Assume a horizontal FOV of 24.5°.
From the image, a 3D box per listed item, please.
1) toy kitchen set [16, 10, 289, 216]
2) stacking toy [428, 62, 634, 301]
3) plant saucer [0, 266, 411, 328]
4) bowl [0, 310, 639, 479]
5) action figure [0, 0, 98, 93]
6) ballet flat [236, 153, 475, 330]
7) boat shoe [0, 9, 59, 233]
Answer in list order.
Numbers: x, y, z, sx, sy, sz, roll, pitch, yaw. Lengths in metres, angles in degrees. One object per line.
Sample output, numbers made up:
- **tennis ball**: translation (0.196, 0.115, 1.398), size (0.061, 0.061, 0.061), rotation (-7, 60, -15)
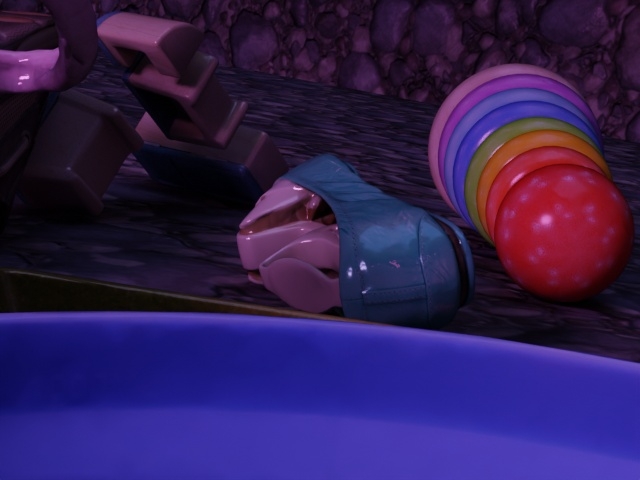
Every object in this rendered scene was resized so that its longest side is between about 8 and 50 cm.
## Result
- **toy kitchen set**: translation (-0.145, -0.059, 1.105), size (0.122, 0.166, 0.207), rotation (15, -25, 32)
- **stacking toy**: translation (0.156, -0.041, 1.059), size (0.141, 0.141, 0.330), rotation (8, 13, -1)
- **plant saucer**: translation (-0.053, 0.060, 0.522), size (0.188, 0.045, 0.188), rotation (9, 10, 2)
- **bowl**: translation (0.013, 0.099, 0.202), size (0.391, 0.077, 0.391), rotation (5, 12, -1)
- **action figure**: translation (-0.285, -0.093, 0.468), size (0.370, 0.276, 0.248), rotation (36, -21, -3)
- **ballet flat**: translation (0.000, 0.000, 0.832), size (0.087, 0.083, 0.247), rotation (-10, 13, -17)
- **boat shoe**: translation (-0.237, -0.065, 0.863), size (0.132, 0.130, 0.355), rotation (6, 15, 4)
